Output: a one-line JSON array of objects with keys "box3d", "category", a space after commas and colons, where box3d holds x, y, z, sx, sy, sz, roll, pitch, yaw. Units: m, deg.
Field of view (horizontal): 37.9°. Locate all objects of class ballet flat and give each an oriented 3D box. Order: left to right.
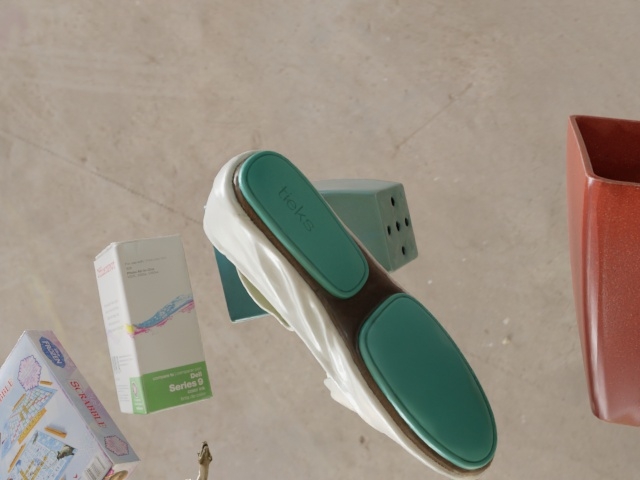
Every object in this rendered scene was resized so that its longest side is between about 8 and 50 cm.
[{"box3d": [0.024, 0.084, 0.962, 0.139, 0.139, 0.400, -39, 91, 34], "category": "ballet flat"}]

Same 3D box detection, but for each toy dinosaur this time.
[{"box3d": [-0.167, 0.339, 1.146, 0.183, 0.053, 0.092, -55, 36, 4], "category": "toy dinosaur"}]

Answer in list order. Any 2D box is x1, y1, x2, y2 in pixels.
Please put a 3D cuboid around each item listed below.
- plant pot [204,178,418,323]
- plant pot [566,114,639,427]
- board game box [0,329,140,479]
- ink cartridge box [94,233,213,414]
[{"box3d": [0.000, 0.000, 1.259, 0.234, 0.166, 0.165, -10, 96, 26], "category": "plant pot"}, {"box3d": [0.352, 0.036, 0.858, 0.267, 0.267, 0.236, 8, 109, 9], "category": "plant pot"}, {"box3d": [-0.493, 0.378, 1.625, 0.318, 0.066, 0.318, 47, 110, 28], "category": "board game box"}, {"box3d": [-0.218, 0.108, 1.196, 0.154, 0.093, 0.212, -21, 81, 65], "category": "ink cartridge box"}]
